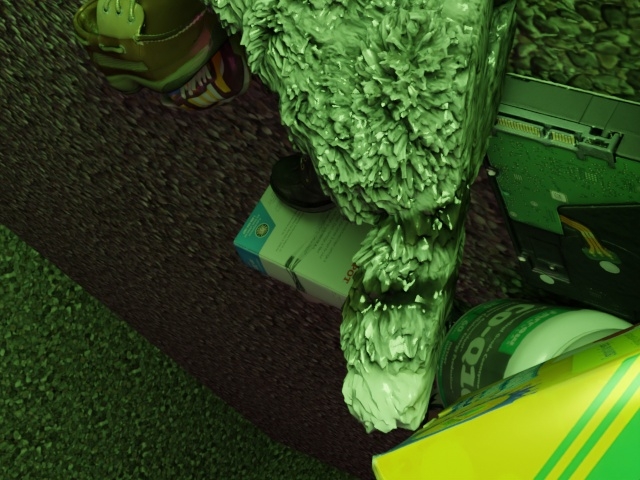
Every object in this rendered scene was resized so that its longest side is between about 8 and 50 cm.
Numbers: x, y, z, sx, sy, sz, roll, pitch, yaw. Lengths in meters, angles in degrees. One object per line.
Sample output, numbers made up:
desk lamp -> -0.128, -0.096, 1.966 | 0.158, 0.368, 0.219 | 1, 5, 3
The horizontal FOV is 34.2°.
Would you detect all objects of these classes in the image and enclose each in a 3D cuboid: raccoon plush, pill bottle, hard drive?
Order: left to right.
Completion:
raccoon plush -> -0.030, -0.103, 0.789 | 0.299, 0.446, 0.216 | 12, 171, 16
pill bottle -> 0.287, 0.179, 1.247 | 0.204, 0.204, 0.361 | 34, 173, -10
hard drive -> 0.292, -0.022, 1.028 | 0.237, 0.064, 0.339 | 19, 160, 32

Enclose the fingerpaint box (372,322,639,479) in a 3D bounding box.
fingerpaint box -> 0.272, 0.137, 0.753 | 0.163, 0.371, 0.445 | 68, -169, 9

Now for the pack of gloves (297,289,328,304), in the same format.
pack of gloves -> 0.023, 0.047, 1.710 | 0.195, 0.046, 0.232 | 7, 155, 29

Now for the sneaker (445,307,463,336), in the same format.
sneaker -> 0.210, 0.140, 1.528 | 0.226, 0.086, 0.163 | 25, 175, -12

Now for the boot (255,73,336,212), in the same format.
boot -> -0.009, -0.135, 1.204 | 0.263, 0.091, 0.229 | 6, 144, 45

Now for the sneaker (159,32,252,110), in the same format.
sneaker -> -0.138, -0.189, 1.210 | 0.185, 0.084, 0.069 | 146, 109, -70

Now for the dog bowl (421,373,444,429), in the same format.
dog bowl -> 0.353, 0.356, 1.796 | 0.408, 0.150, 0.408 | 28, 161, 10

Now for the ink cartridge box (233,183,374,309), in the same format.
ink cartridge box -> 0.000, 0.000, 1.427 | 0.190, 0.139, 0.082 | 25, 160, 18

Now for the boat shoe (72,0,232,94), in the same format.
boat shoe -> -0.193, -0.238, 1.143 | 0.120, 0.122, 0.324 | 43, 158, -25
